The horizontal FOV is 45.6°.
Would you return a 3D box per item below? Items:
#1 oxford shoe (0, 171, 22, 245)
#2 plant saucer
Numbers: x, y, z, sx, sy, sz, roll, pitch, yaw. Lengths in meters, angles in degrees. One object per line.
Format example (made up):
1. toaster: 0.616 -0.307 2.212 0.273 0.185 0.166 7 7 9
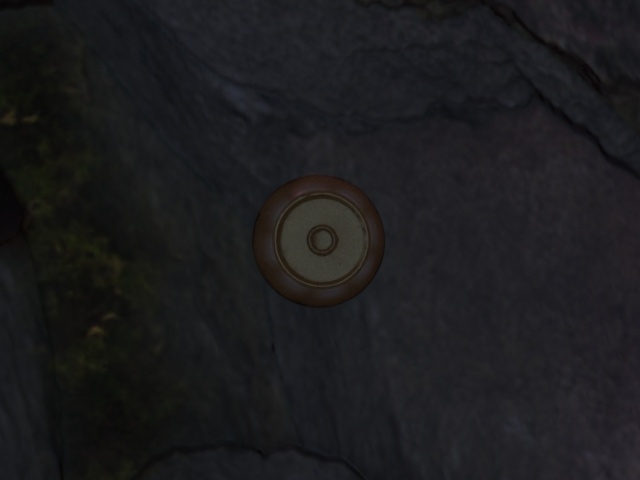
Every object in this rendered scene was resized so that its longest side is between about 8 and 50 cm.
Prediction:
1. oxford shoe: -0.266 -0.054 0.424 0.212 0.076 0.076 36 114 -6
2. plant saucer: 0.000 0.000 0.468 0.084 0.015 0.083 0 88 -6
